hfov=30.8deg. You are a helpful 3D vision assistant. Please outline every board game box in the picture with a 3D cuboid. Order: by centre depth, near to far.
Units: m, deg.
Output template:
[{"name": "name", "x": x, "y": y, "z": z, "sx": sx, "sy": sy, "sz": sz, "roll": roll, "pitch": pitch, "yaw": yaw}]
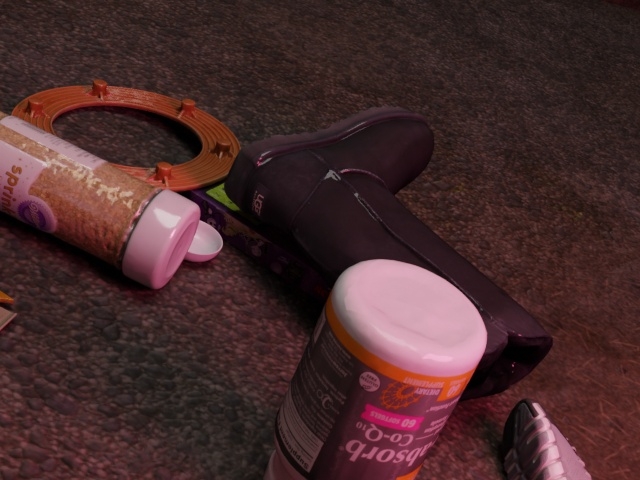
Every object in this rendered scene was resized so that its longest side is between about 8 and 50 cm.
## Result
[{"name": "board game box", "x": 0.000, "y": 0.000, "z": 1.649, "sx": 0.347, "sy": 0.056, "sz": 0.208, "roll": 33, "pitch": 36, "yaw": 16}]

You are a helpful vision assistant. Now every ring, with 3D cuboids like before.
[{"name": "ring", "x": -0.279, "y": -0.162, "z": 1.688, "sx": 0.337, "sy": 0.032, "sz": 0.336, "roll": 11, "pitch": 28, "yaw": -6}]

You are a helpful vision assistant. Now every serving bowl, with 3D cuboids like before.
[{"name": "serving bowl", "x": -0.173, "y": 0.003, "z": 1.544, "sx": 0.083, "sy": 0.027, "sz": 0.083, "roll": 16, "pitch": 31, "yaw": -10}]

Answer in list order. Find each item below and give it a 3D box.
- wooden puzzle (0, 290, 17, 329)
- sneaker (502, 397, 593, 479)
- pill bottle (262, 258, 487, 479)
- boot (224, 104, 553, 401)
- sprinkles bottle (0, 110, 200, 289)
[{"name": "wooden puzzle", "x": -0.385, "y": 0.086, "z": 1.291, "sx": 0.079, "sy": 0.014, "sz": 0.116, "roll": 26, "pitch": 30, "yaw": 13}, {"name": "sneaker", "x": 0.302, "y": 0.293, "z": 1.365, "sx": 0.132, "sy": 0.086, "sz": 0.228, "roll": 13, "pitch": 42, "yaw": -25}, {"name": "pill bottle", "x": 0.045, "y": 0.170, "z": 1.181, "sx": 0.162, "sy": 0.278, "sz": 0.162, "roll": 16, "pitch": 31, "yaw": -10}, {"name": "boot", "x": 0.142, "y": 0.006, "z": 1.541, "sx": 0.367, "sy": 0.146, "sz": 0.445, "roll": -20, "pitch": 47, "yaw": -37}, {"name": "sprinkles bottle", "x": -0.332, "y": -0.067, "z": 1.458, "sx": 0.356, "sy": 0.121, "sz": 0.121, "roll": 26, "pitch": 31, "yaw": 6}]
